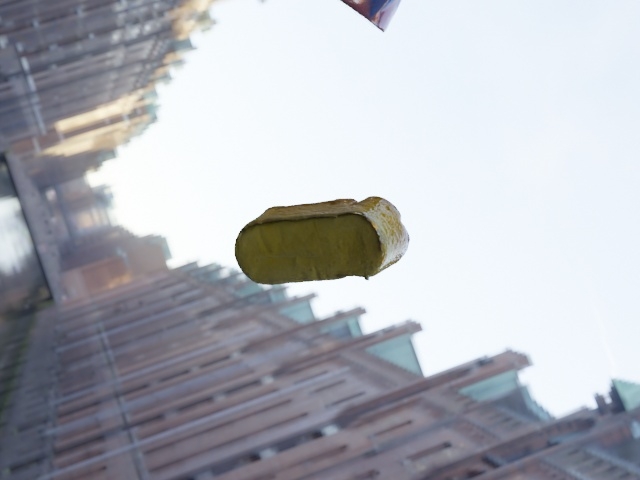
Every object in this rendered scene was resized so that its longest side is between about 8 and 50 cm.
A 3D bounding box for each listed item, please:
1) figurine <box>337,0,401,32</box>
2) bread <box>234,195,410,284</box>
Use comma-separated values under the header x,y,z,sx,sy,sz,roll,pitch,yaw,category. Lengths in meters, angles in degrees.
x,y,z,sx,sy,sz,roll,pitch,yaw,category
0.086,-0.282,0.841,0.158,0.276,0.161,21,-15,20,figurine
0.000,0.000,1.545,0.245,0.094,0.102,-7,-77,36,bread
